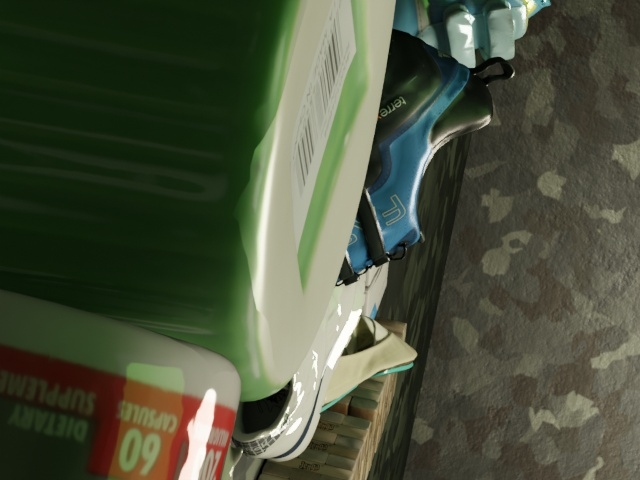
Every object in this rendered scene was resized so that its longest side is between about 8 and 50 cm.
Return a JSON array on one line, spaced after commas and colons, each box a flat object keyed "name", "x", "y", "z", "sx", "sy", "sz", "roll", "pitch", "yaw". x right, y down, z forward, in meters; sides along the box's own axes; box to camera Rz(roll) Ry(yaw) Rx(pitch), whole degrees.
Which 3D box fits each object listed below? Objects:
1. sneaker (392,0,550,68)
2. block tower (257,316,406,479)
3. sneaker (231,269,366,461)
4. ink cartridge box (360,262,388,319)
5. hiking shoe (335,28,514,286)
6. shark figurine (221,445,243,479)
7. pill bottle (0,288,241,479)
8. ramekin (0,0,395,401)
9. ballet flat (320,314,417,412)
[{"name": "sneaker", "x": 0.049, "y": -0.110, "z": 1.072, "sx": 0.127, "sy": 0.208, "sz": 0.319, "roll": -104, "pitch": -163, "yaw": -58}, {"name": "block tower", "x": 0.012, "y": 0.206, "z": 1.640, "sx": 0.335, "sy": 0.091, "sz": 0.097, "roll": -64, "pitch": 163, "yaw": -55}, {"name": "sneaker", "x": -0.024, "y": 0.071, "z": 1.309, "sx": 0.095, "sy": 0.090, "sz": 0.235, "roll": 37, "pitch": 62, "yaw": -68}, {"name": "ink cartridge box", "x": 0.036, "y": 0.010, "z": 1.632, "sx": 0.104, "sy": 0.060, "sz": 0.180, "roll": -67, "pitch": 166, "yaw": -45}, {"name": "hiking shoe", "x": 0.000, "y": 0.000, "z": 0.986, "sx": 0.113, "sy": 0.132, "sz": 0.304, "roll": -96, "pitch": -150, "yaw": -55}, {"name": "shark figurine", "x": -0.071, "y": 0.216, "z": 1.110, "sx": 0.166, "sy": 0.116, "sz": 0.278, "roll": 79, "pitch": 26, "yaw": -69}, {"name": "pill bottle", "x": -0.134, "y": 0.161, "z": 0.521, "sx": 0.161, "sy": 0.161, "sz": 0.283, "roll": 56, "pitch": 46, "yaw": -77}, {"name": "ramekin", "x": -0.062, "y": -0.072, "z": 0.701, "sx": 0.303, "sy": 0.148, "sz": 0.303, "roll": 12, "pitch": 90, "yaw": -80}, {"name": "ballet flat", "x": 0.026, "y": 0.114, "z": 1.556, "sx": 0.248, "sy": 0.086, "sz": 0.086, "roll": -18, "pitch": 120, "yaw": -62}]
